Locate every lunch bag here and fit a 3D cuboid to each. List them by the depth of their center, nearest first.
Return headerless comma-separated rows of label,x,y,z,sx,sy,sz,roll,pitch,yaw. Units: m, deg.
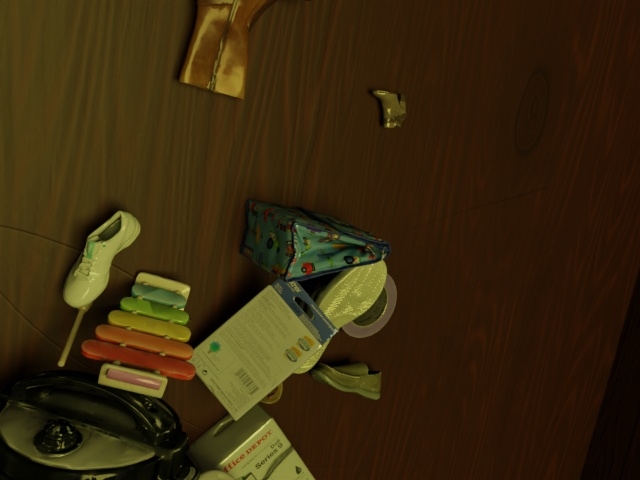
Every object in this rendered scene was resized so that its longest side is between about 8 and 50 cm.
lunch bag,0.000,0.000,1.426,0.293,0.221,0.138,1,105,-34

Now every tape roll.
tape roll,0.103,0.154,1.635,0.189,0.080,0.188,-11,111,-30

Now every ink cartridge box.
ink cartridge box,-0.130,0.233,1.407,0.311,0.065,0.185,-41,84,5
ink cartridge box,-0.167,0.573,1.563,0.211,0.122,0.289,-39,122,-18

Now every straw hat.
straw hat,-0.165,0.343,1.525,0.061,0.144,0.145,-32,134,30

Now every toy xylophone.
toy xylophone,-0.365,0.179,1.206,0.237,0.322,0.081,13,118,-19

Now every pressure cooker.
pressure cooker,-0.448,0.455,1.179,0.370,0.376,0.419,4,103,-32

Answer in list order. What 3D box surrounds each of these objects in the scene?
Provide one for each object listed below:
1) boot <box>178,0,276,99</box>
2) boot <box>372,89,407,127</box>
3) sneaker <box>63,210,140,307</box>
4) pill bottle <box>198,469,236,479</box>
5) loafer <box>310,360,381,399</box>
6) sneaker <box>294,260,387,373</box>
boot,-0.139,-0.428,1.271,0.264,0.096,0.280,2,105,-35
boot,0.169,-0.324,1.547,0.119,0.042,0.086,1,107,-34
sneaker,-0.438,0.029,1.209,0.080,0.094,0.212,29,78,5
pill bottle,-0.307,0.639,1.396,0.160,0.160,0.283,29,126,-37
loafer,0.075,0.363,1.689,0.251,0.094,0.087,27,78,-42
sneaker,0.007,0.150,1.510,0.350,0.148,0.131,-46,122,3
